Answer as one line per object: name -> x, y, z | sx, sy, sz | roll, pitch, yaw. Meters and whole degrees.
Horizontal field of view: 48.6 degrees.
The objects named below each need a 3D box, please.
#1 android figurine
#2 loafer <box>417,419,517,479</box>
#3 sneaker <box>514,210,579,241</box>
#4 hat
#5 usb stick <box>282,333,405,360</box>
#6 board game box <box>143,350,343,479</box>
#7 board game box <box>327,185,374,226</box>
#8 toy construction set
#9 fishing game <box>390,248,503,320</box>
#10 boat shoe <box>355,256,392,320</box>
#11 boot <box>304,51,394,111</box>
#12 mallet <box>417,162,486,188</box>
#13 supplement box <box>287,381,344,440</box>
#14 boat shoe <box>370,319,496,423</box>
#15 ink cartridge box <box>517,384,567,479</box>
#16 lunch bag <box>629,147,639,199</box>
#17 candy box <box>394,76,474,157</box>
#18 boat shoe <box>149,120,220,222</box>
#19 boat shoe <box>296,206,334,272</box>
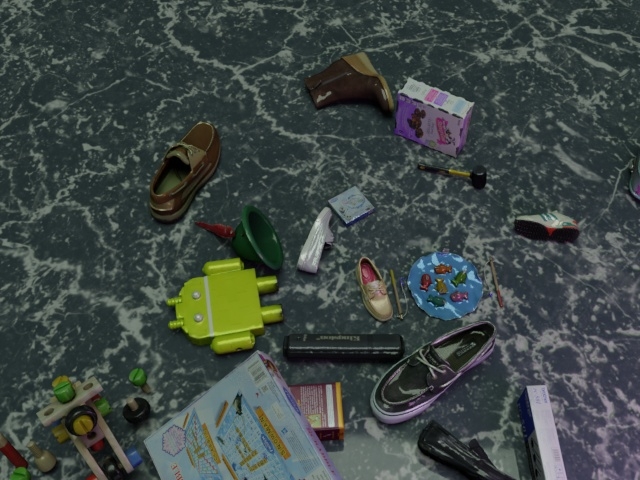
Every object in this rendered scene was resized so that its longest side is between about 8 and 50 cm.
android figurine -> -0.229, 0.156, 1.694 | 0.272, 0.056, 0.248 | -7, 57, -5
loafer -> 0.311, 0.448, 1.469 | 0.223, 0.076, 0.078 | 25, 68, 21
sneaker -> 0.576, -0.044, 1.812 | 0.161, 0.057, 0.075 | 8, 40, 9
hat -> -0.213, 0.023, 1.771 | 0.183, 0.173, 0.209 | -28, 23, 16
usb stick -> 0.054, 0.242, 1.625 | 0.277, 0.045, 0.077 | 0, 30, 2
board game box -> -0.161, 0.444, 1.420 | 0.318, 0.066, 0.319 | -38, 60, 6
board game box -> 0.081, -0.090, 1.869 | 0.090, 0.020, 0.090 | -29, 61, -16
toy construction set -> -0.524, 0.360, 1.428 | 0.308, 0.237, 0.258 | -19, 39, -1
fishing game -> 0.305, 0.102, 1.724 | 0.263, 0.041, 0.189 | -3, 59, -1
boat shoe -> 0.126, 0.114, 1.707 | 0.062, 0.059, 0.170 | -19, 58, -11
boot -> 0.084, -0.429, 2.075 | 0.206, 0.090, 0.249 | -27, 60, -2
mallet -> 0.354, -0.190, 1.902 | 0.189, 0.062, 0.039 | 17, 60, 13
supplement box -> -0.046, 0.372, 1.526 | 0.188, 0.081, 0.104 | -3, 57, -1
boat shoe -> 0.247, 0.271, 1.563 | 0.335, 0.119, 0.121 | -33, 61, -19
ink cartridge box -> 0.459, 0.416, 1.474 | 0.046, 0.097, 0.207 | -2, 57, 0
lunch bag -> 0.952, -0.170, 1.847 | 0.279, 0.108, 0.224 | 19, 62, 15
candy box -> 0.307, -0.334, 1.938 | 0.196, 0.165, 0.070 | 25, 61, 18
boat shoe -> -0.360, -0.200, 1.894 | 0.122, 0.120, 0.324 | 13, 58, 10
boat shoe -> 0.000, 0.000, 1.787 | 0.063, 0.066, 0.184 | 22, 58, 3
